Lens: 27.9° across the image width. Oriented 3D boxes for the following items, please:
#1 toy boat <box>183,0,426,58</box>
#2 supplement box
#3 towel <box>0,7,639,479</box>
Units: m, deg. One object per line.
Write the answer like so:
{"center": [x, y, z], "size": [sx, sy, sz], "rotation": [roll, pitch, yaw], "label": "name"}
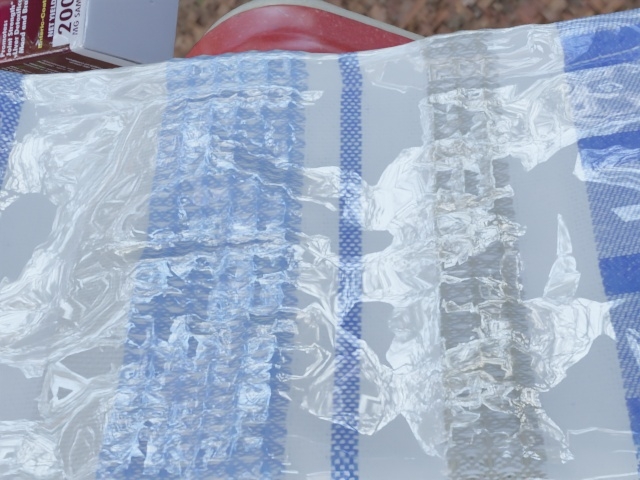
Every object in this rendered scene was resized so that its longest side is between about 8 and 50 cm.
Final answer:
{"center": [0.033, -0.005, 0.596], "size": [0.151, 0.231, 0.151], "rotation": [-91, 22, -51], "label": "toy boat"}
{"center": [-0.193, -0.170, 0.868], "size": [0.239, 0.073, 0.130], "rotation": [-1, 81, 46], "label": "supplement box"}
{"center": [0.000, 0.000, 0.409], "size": [0.285, 0.034, 0.209], "rotation": [-4, 42, 5], "label": "towel"}
